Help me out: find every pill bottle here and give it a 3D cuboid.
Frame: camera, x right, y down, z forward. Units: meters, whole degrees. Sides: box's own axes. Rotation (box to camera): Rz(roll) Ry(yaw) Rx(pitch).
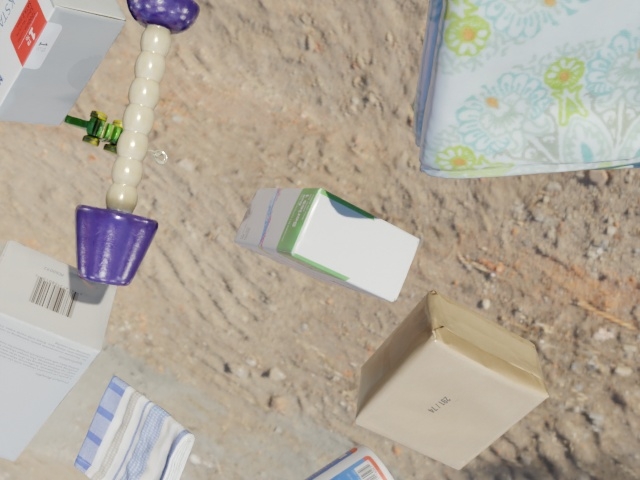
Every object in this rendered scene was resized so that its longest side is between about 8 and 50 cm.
[{"bbox_3d":[0.001,0.405,1.006,0.124,0.221,0.124,51,158,30],"label":"pill bottle"}]

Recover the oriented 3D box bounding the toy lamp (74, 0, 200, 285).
[{"bbox_3d":[-0.176,-0.095,0.653,0.080,0.275,0.080,9,178,0],"label":"toy lamp"}]

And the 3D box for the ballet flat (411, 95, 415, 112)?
[{"bbox_3d":[0.253,-0.248,1.038,0.248,0.086,0.086,-24,120,2],"label":"ballet flat"}]

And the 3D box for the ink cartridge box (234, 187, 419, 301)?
[{"bbox_3d":[0.000,0.000,1.188,0.201,0.117,0.278,25,173,-25],"label":"ink cartridge box"}]

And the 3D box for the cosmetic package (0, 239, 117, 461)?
[{"bbox_3d":[-0.517,0.197,1.162,0.197,0.155,0.365,29,124,-25],"label":"cosmetic package"}]

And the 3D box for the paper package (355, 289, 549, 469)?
[{"bbox_3d":[0.281,0.317,1.549,0.309,0.168,0.325,28,125,-12],"label":"paper package"}]

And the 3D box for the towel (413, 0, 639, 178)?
[{"bbox_3d":[0.266,-0.217,0.683,0.320,0.090,0.375,-4,137,-5],"label":"towel"}]

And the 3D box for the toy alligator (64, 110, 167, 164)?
[{"bbox_3d":[-0.339,-0.174,1.191,0.189,0.056,0.051,21,172,-32],"label":"toy alligator"}]

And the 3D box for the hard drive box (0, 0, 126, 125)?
[{"bbox_3d":[-0.342,-0.283,0.814,0.181,0.089,0.232,-43,67,33],"label":"hard drive box"}]

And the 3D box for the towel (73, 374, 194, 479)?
[{"bbox_3d":[-0.369,0.410,1.352,0.285,0.209,0.034,22,178,40],"label":"towel"}]
